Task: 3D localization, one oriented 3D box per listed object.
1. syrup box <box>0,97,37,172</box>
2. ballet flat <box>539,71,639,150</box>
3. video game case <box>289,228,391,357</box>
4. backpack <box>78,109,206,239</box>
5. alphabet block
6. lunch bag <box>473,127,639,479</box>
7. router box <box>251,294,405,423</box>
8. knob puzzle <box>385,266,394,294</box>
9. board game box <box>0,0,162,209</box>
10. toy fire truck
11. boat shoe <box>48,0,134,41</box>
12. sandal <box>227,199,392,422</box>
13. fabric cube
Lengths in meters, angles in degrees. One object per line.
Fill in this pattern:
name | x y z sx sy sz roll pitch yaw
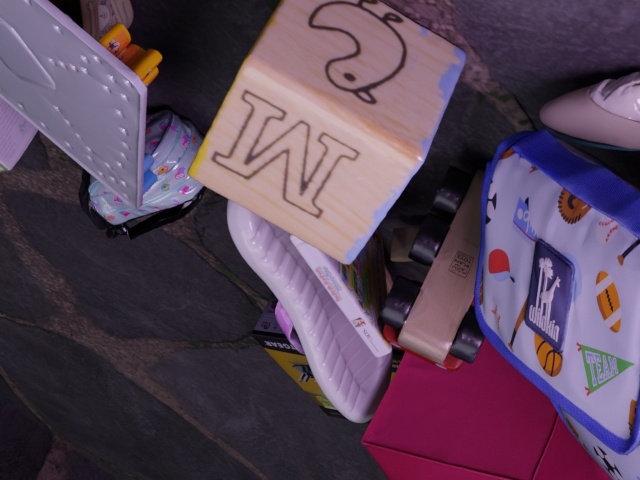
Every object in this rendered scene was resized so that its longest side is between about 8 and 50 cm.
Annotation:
syrup box | -0.521 -0.200 2.023 0.093 0.096 0.237 -7 138 48
ballet flat | 0.331 -0.120 1.365 0.248 0.086 0.086 17 152 20
video game case | 0.022 -0.004 1.706 0.026 0.227 0.206 -25 124 16
backpack | -0.225 -0.093 1.879 0.182 0.152 0.115 -12 144 37
alphabet block | 0.007 -0.129 1.477 0.197 0.192 0.193 29 135 -5
lunch bag | 0.314 0.095 1.352 0.385 0.239 0.328 59 173 -31
router box | 0.083 0.192 2.172 0.309 0.081 0.243 4 146 41
knob puzzle | 0.000 0.000 1.955 0.213 0.030 0.213 22 155 11
board game box | -0.335 -0.232 1.630 0.390 0.050 0.390 40 162 6
toy fire truck | 0.140 0.038 1.700 0.158 0.217 0.246 24 169 7
boat shoe | -0.292 -0.307 1.602 0.104 0.089 0.285 13 151 29
sandal | -0.018 0.064 1.879 0.102 0.169 0.416 2 132 38
fabric cube | 0.251 0.255 1.923 0.254 0.259 0.258 10 147 35
